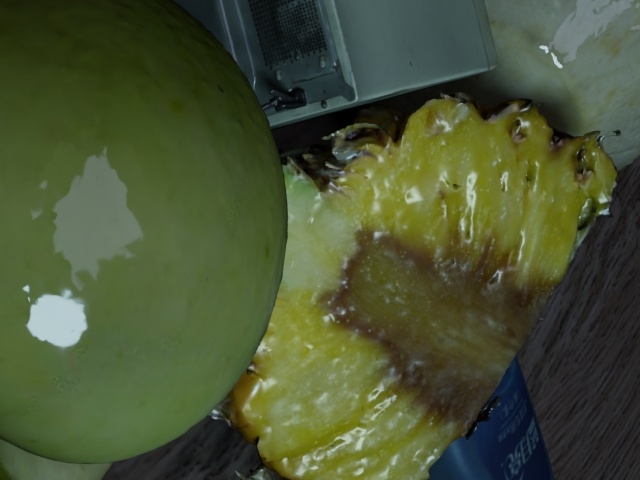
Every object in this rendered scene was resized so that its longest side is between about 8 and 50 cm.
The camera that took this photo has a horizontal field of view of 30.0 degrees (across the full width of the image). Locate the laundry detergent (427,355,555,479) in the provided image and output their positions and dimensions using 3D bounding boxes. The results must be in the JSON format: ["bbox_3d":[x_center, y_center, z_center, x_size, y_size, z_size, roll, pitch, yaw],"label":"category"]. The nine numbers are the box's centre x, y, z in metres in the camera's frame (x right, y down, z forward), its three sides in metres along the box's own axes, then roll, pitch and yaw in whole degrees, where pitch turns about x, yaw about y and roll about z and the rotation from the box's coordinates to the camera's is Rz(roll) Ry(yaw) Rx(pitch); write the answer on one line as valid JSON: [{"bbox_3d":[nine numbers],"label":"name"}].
[{"bbox_3d":[0.158,0.221,1.045,0.143,0.094,0.290,-46,116,-53],"label":"laundry detergent"}]

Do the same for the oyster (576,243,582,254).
[{"bbox_3d":[0.171,0.006,1.105,0.199,0.087,0.252,32,46,-28],"label":"oyster"}]

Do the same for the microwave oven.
[{"bbox_3d":[-0.040,-0.143,0.791,0.194,0.240,0.145,-15,94,-49],"label":"microwave oven"}]

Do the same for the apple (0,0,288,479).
[{"bbox_3d":[-0.161,-0.008,0.599,0.292,0.292,0.254,31,49,-40],"label":"apple"}]

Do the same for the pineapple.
[{"bbox_3d":[-0.003,-0.002,0.846,0.286,0.209,0.344,32,91,-28],"label":"pineapple"}]

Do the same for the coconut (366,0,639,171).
[{"bbox_3d":[0.175,-0.198,1.008,0.323,0.323,0.323,13,72,-46],"label":"coconut"}]
